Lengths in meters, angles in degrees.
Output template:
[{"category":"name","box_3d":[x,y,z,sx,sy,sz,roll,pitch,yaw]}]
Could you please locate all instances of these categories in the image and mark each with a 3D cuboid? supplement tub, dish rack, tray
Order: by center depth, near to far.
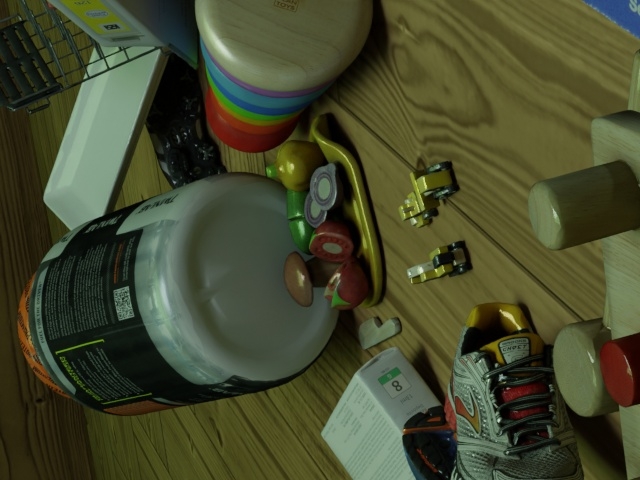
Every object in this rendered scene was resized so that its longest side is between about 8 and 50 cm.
[{"category":"supplement tub","box_3d":[-0.151,0.062,1.771,0.338,0.207,0.207,-16,89,53]},{"category":"dish rack","box_3d":[-0.247,-0.238,1.904,0.208,0.271,0.074,52,164,54]},{"category":"tray","box_3d":[-0.231,-0.137,2.017,0.145,0.030,0.270,41,114,52]}]

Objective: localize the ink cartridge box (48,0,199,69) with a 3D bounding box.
[{"category":"ink cartridge box","box_3d":[-0.171,-0.319,1.444,0.307,0.072,0.303,46,-138,-74]}]

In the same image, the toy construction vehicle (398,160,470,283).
[{"category":"toy construction vehicle","box_3d":[0.081,-0.010,1.397,0.098,0.035,0.086,150,105,-73]}]

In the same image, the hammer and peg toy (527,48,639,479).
[{"category":"hammer and peg toy","box_3d":[0.190,0.060,0.926,0.361,0.127,0.266,-141,40,-64]}]

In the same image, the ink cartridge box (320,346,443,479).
[{"category":"ink cartridge box","box_3d":[0.095,0.218,1.564,0.225,0.056,0.181,52,158,12]}]

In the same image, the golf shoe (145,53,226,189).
[{"category":"golf shoe","box_3d":[-0.170,-0.129,2.063,0.094,0.077,0.198,141,115,-73]}]

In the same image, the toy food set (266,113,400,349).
[{"category":"toy food set","box_3d":[0.000,0.000,1.613,0.128,0.071,0.218,167,88,-74]}]

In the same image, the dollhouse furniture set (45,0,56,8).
[{"category":"dollhouse furniture set","box_3d":[-0.205,-0.355,1.788,0.374,0.201,0.152,-125,25,-65]}]

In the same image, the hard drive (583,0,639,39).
[{"category":"hard drive","box_3d":[0.165,-0.250,0.868,0.210,0.040,0.319,47,148,49]}]

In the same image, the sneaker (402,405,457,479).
[{"category":"sneaker","box_3d":[0.133,0.226,1.387,0.087,0.083,0.221,73,176,-46]}]

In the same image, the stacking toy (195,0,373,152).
[{"category":"stacking toy","box_3d":[-0.043,-0.151,1.560,0.330,0.141,0.141,113,140,-76]}]

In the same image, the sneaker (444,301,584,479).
[{"category":"sneaker","box_3d":[0.125,0.115,1.220,0.225,0.088,0.093,-108,18,-65]}]
